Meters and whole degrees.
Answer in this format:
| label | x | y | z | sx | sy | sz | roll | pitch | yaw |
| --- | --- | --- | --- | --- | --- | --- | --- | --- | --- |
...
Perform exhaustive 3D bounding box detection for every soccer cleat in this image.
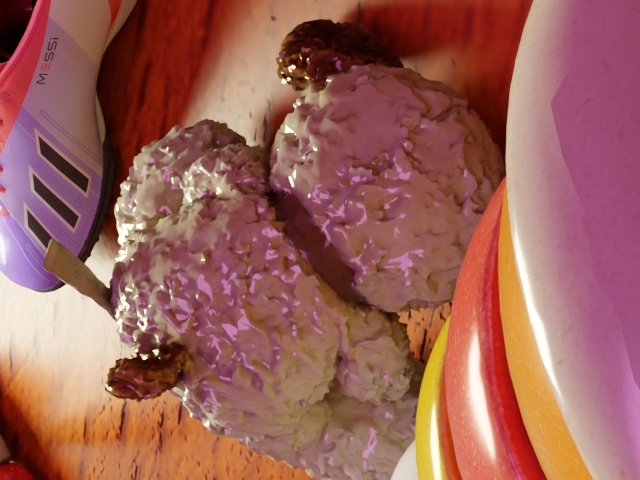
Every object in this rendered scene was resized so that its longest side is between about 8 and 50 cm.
| label | x | y | z | sx | sy | sz | roll | pitch | yaw |
| --- | --- | --- | --- | --- | --- | --- | --- | --- | --- |
| soccer cleat | -0.195 | -0.095 | 1.029 | 0.109 | 0.116 | 0.318 | 35 | 127 | 26 |

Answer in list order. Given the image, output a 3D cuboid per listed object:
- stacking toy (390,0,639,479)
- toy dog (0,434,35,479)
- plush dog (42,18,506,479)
| label | x | y | z | sx | sy | sz | roll | pitch | yaw |
| --- | --- | --- | --- | --- | --- | --- | --- | --- | --- |
| stacking toy | 0.158 | 0.083 | 0.654 | 0.350 | 0.351 | 0.480 | 56 | 151 | 10 |
| toy dog | -0.242 | 0.257 | 1.183 | 0.334 | 0.161 | 0.220 | 25 | 122 | 32 |
| plush dog | 0.000 | 0.000 | 0.867 | 0.225 | 0.210 | 0.262 | -43 | 78 | 16 |
